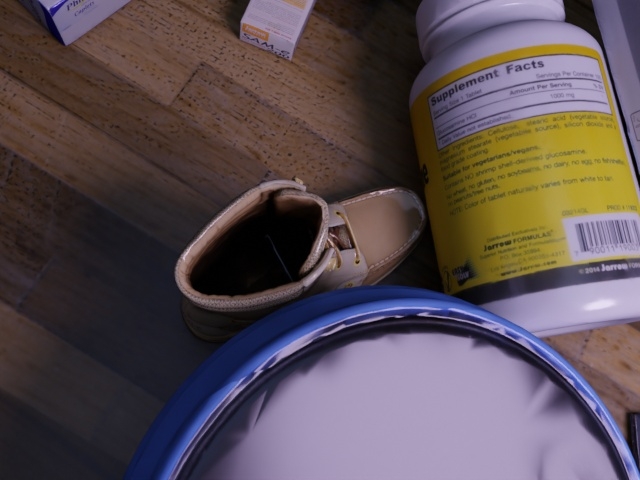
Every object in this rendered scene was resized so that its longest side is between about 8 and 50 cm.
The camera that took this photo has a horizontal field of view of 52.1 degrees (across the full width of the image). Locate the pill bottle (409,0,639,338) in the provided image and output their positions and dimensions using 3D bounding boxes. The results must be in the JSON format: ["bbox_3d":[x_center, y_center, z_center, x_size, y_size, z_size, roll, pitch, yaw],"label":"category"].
[{"bbox_3d":[0.188,-0.079,0.620,0.187,0.188,0.334,-5,76,-10],"label":"pill bottle"}]

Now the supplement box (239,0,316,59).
[{"bbox_3d":[-0.041,-0.254,0.708,0.062,0.036,0.099,22,73,-3],"label":"supplement box"}]

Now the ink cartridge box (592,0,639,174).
[{"bbox_3d":[0.425,-0.083,0.667,0.384,0.091,0.309,4,71,-46],"label":"ink cartridge box"}]

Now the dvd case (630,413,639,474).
[{"bbox_3d":[0.421,0.260,0.637,0.221,0.018,0.165,3,72,2],"label":"dvd case"}]

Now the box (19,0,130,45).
[{"bbox_3d":[-0.263,-0.293,0.665,0.137,0.072,0.126,45,73,5],"label":"box"}]

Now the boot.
[{"bbox_3d":[0.000,0.000,0.561,0.261,0.203,0.095,-22,79,-14],"label":"boot"}]

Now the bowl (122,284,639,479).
[{"bbox_3d":[0.054,0.225,0.436,0.390,0.077,0.392,2,82,-16],"label":"bowl"}]
